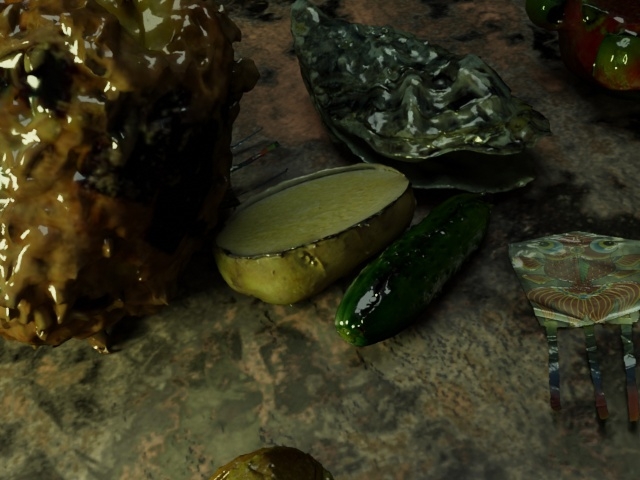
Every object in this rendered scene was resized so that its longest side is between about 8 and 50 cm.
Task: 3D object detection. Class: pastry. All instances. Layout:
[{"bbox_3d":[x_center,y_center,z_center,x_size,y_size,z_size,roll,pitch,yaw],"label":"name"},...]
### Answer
[{"bbox_3d":[-0.232,-0.082,0.799,0.292,0.405,0.337,-3,60,-48],"label":"pastry"},{"bbox_3d":[-0.039,0.192,0.618,0.109,0.097,0.057,-17,41,-7],"label":"pastry"}]

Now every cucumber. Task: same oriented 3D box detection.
[{"bbox_3d":[0.094,0.019,0.812,0.069,0.069,0.227,23,48,33],"label":"cucumber"}]

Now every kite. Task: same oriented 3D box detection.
[{"bbox_3d":[0.224,0.067,0.766,0.127,0.016,0.229,-2,39,15],"label":"kite"},{"bbox_3d":[-0.114,-0.067,0.964,0.160,0.010,0.183,-30,27,0],"label":"kite"}]

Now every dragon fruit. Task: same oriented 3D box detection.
[{"bbox_3d":[0.379,-0.246,0.991,0.295,0.130,0.268,1,43,14],"label":"dragon fruit"}]

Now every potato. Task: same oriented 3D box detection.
[{"bbox_3d":[0.000,0.000,0.839,0.200,0.081,0.164,-29,28,-22],"label":"potato"}]

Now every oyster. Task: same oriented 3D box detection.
[{"bbox_3d":[0.083,-0.158,0.962,0.351,0.158,0.162,41,27,29],"label":"oyster"}]
